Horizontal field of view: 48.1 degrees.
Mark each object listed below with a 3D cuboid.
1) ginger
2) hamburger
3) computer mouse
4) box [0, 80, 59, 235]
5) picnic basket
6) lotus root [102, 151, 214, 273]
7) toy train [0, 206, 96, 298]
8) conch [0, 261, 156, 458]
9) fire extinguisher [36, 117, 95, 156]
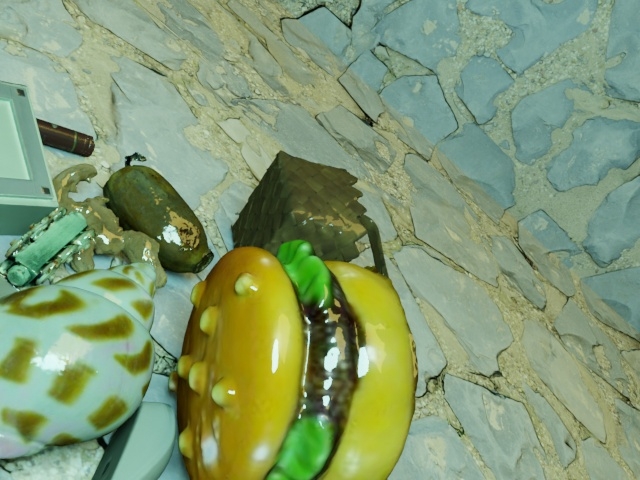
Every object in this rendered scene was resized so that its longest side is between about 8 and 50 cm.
[{"bbox_3d":[-0.373,-0.001,1.208,0.149,0.065,0.259,-40,94,-26],"label":"ginger"},{"bbox_3d":[-0.069,0.212,1.052,0.277,0.396,0.396,10,43,-24],"label":"hamburger"},{"bbox_3d":[-0.252,0.307,0.944,0.079,0.128,0.231,34,32,-10],"label":"computer mouse"},{"bbox_3d":[-0.540,-0.134,1.072,0.225,0.117,0.225,0,65,-53],"label":"box"},{"bbox_3d":[0.000,0.000,1.490,0.321,0.291,0.254,20,38,-25],"label":"picnic basket"},{"bbox_3d":[-0.298,-0.036,1.306,0.241,0.123,0.124,50,-8,5],"label":"lotus root"},{"bbox_3d":[-0.422,0.024,1.075,0.081,0.125,0.194,48,25,-13],"label":"toy train"},{"bbox_3d":[-0.339,0.142,0.951,0.249,0.197,0.368,39,17,-10],"label":"conch"},{"bbox_3d":[-0.503,-0.199,1.333,0.157,0.045,0.078,14,14,-43],"label":"fire extinguisher"}]
